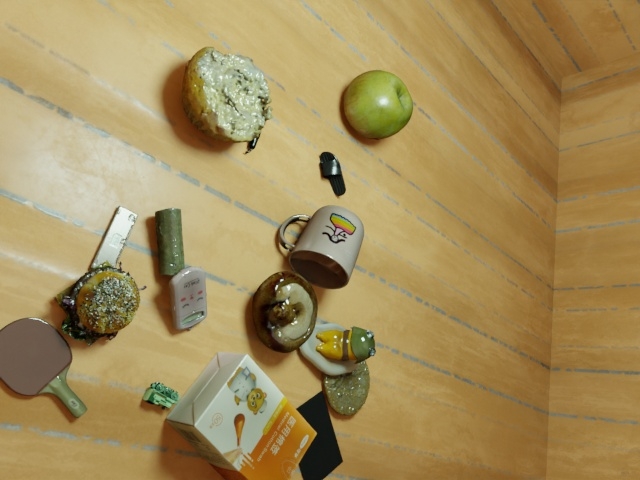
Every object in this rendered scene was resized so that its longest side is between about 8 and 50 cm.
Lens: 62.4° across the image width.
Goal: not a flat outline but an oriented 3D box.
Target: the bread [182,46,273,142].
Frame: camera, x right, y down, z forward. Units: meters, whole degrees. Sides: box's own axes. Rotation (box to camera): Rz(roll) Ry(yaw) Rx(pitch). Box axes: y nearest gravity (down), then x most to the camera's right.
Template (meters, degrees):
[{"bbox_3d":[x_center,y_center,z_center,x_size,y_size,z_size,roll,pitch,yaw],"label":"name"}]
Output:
[{"bbox_3d":[-0.263,-0.383,1.431,0.274,0.149,0.274,18,65,-42],"label":"bread"}]

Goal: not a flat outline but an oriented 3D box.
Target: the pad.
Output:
[{"bbox_3d":[-0.015,0.602,1.596,0.170,0.006,0.245,-22,99,-44],"label":"pad"}]

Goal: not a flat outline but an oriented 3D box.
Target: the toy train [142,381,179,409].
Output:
[{"bbox_3d":[-0.379,0.374,1.265,0.083,0.033,0.053,43,61,-31],"label":"toy train"}]

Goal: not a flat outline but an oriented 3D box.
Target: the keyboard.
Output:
[{"bbox_3d":[-0.482,0.001,1.242,0.055,0.017,0.166,31,62,-31],"label":"keyboard"}]

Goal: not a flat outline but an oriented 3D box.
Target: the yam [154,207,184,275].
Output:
[{"bbox_3d":[-0.373,0.004,1.313,0.068,0.068,0.169,-6,95,-45],"label":"yam"}]

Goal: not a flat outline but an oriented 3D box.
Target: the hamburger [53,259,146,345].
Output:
[{"bbox_3d":[-0.477,0.141,1.161,0.189,0.093,0.164,-53,123,-28],"label":"hamburger"}]

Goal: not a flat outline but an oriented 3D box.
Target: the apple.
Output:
[{"bbox_3d":[0.206,-0.481,1.871,0.261,0.194,0.261,19,64,-46],"label":"apple"}]

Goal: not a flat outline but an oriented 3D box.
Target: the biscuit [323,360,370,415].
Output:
[{"bbox_3d":[0.086,0.450,1.702,0.220,0.033,0.220,12,72,-42],"label":"biscuit"}]

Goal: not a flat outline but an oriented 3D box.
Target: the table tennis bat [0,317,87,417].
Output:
[{"bbox_3d":[-0.576,0.274,1.103,0.138,0.022,0.246,-44,111,-39],"label":"table tennis bat"}]

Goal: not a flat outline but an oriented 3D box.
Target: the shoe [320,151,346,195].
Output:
[{"bbox_3d":[0.039,-0.217,1.753,0.053,0.062,0.159,-46,120,-52],"label":"shoe"}]

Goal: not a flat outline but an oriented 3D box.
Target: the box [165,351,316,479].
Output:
[{"bbox_3d":[-0.190,0.481,1.355,0.341,0.143,0.225,56,50,-24],"label":"box"}]

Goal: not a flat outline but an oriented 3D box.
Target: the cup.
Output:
[{"bbox_3d":[0.000,0.000,1.614,0.253,0.191,0.200,26,57,-2],"label":"cup"}]

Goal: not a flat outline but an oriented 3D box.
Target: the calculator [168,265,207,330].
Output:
[{"bbox_3d":[-0.329,0.146,1.316,0.100,0.032,0.175,-23,124,-45],"label":"calculator"}]

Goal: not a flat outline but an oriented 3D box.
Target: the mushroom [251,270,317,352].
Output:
[{"bbox_3d":[-0.106,0.199,1.502,0.194,0.138,0.231,-1,94,-58],"label":"mushroom"}]

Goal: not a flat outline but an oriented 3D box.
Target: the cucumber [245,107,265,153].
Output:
[{"bbox_3d":[-0.192,-0.331,1.566,0.043,0.039,0.163,10,73,-21],"label":"cucumber"}]

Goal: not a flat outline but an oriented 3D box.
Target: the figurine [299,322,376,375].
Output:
[{"bbox_3d":[0.069,0.321,1.611,0.250,0.141,0.166,18,62,-36],"label":"figurine"}]
